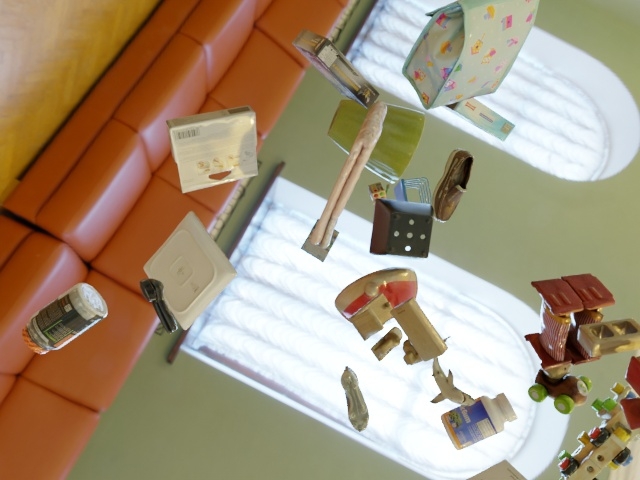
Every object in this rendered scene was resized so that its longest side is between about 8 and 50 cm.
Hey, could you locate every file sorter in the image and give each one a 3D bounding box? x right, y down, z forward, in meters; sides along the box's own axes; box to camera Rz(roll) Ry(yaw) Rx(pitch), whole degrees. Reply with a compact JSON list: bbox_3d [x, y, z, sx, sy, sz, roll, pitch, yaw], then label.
[{"bbox_3d":[0.358,-0.170,1.916,0.170,0.104,0.118,94,-13,-84],"label":"file sorter"}]

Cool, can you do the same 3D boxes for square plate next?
[{"bbox_3d":[-0.535,0.118,1.952,0.347,0.344,0.049,-46,159,17],"label":"square plate"}]

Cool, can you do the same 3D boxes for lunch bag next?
[{"bbox_3d":[0.336,-0.443,1.099,0.223,0.160,0.262,-20,159,-20],"label":"lunch bag"}]

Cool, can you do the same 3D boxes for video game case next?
[{"bbox_3d":[0.000,0.000,2.172,0.166,0.119,0.015,-61,-173,-24],"label":"video game case"}]

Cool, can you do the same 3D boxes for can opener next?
[{"bbox_3d":[-0.494,0.199,1.509,0.059,0.186,0.073,-25,-179,45],"label":"can opener"}]

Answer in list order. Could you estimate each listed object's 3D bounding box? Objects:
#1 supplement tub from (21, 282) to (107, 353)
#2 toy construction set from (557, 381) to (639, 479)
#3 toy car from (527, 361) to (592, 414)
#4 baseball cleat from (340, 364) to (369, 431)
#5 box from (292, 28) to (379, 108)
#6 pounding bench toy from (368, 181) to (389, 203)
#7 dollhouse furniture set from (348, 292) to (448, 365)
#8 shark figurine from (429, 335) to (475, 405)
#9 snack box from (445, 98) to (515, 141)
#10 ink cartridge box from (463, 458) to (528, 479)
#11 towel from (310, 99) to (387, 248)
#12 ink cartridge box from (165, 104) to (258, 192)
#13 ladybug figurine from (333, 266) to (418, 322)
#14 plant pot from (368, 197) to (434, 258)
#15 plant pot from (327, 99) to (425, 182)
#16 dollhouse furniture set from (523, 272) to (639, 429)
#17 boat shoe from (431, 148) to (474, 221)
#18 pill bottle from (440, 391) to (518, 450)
[{"bbox_3d":[-0.677,0.208,1.304,0.190,0.117,0.117,-34,179,-1],"label":"supplement tub"},{"bbox_3d":[0.674,0.508,1.190,0.215,0.151,0.328,9,105,-64],"label":"toy construction set"},{"bbox_3d":[0.703,0.374,1.433,0.155,0.148,0.189,-19,114,-38],"label":"toy car"},{"bbox_3d":[0.114,0.501,1.581,0.109,0.072,0.206,-61,140,-76],"label":"baseball cleat"},{"bbox_3d":[0.043,-0.486,1.394,0.056,0.231,0.183,-49,-142,7],"label":"box"},{"bbox_3d":[0.231,-0.183,1.872,0.065,0.083,0.052,-107,-179,-49],"label":"pounding bench toy"},{"bbox_3d":[0.176,0.162,0.989,0.123,0.144,0.151,-29,173,-47],"label":"dollhouse furniture set"},{"bbox_3d":[0.483,0.518,1.887,0.166,0.116,0.278,-39,-130,30],"label":"shark figurine"},{"bbox_3d":[0.415,-0.398,1.456,0.060,0.187,0.322,-58,-157,19],"label":"snack box"},{"bbox_3d":[0.347,0.760,1.193,0.166,0.394,0.286,35,-47,56],"label":"ink cartridge box"},{"bbox_3d":[0.080,-0.178,1.278,0.332,0.053,0.317,-69,-177,-57],"label":"towel"},{"bbox_3d":[-0.342,-0.297,1.605,0.060,0.274,0.239,54,-28,41],"label":"ink cartridge box"},{"bbox_3d":[0.205,0.208,1.698,0.304,0.162,0.449,-25,165,10],"label":"ladybug figurine"},{"bbox_3d":[0.261,-0.026,1.530,0.167,0.187,0.188,-88,-175,-83],"label":"plant pot"},{"bbox_3d":[0.185,-0.392,1.793,0.275,0.293,0.275,-158,-90,-82],"label":"plant pot"},{"bbox_3d":[0.610,0.261,1.090,0.374,0.152,0.202,-99,180,-58],"label":"dollhouse furniture set"},{"bbox_3d":[0.453,-0.180,1.676,0.095,0.095,0.258,-133,-129,-63],"label":"boat shoe"},{"bbox_3d":[0.628,0.707,1.952,0.271,0.152,0.152,-28,-175,8],"label":"pill bottle"}]
